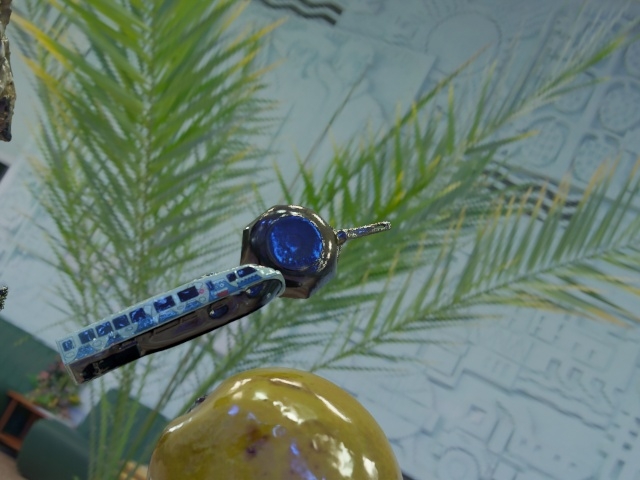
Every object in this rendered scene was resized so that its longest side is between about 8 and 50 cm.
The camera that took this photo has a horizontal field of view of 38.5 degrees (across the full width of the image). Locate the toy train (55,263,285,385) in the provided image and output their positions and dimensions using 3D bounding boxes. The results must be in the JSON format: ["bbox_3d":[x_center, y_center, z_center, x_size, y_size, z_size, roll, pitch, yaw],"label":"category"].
[{"bbox_3d":[-0.130,0.069,0.826,0.043,0.207,0.047,87,-22,-55],"label":"toy train"}]

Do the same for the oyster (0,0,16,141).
[{"bbox_3d":[-0.487,-0.271,1.295,0.345,0.128,0.078,92,-23,-43],"label":"oyster"}]

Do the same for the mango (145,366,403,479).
[{"bbox_3d":[-0.042,0.362,1.008,0.300,0.446,0.232,-9,-12,-7],"label":"mango"}]

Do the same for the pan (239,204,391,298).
[{"bbox_3d":[-0.010,-0.013,1.210,0.128,0.202,0.048,48,-22,6],"label":"pan"}]

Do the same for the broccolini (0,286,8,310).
[{"bbox_3d":[-0.532,0.095,1.393,0.062,0.123,0.271,65,-20,-4],"label":"broccolini"}]
